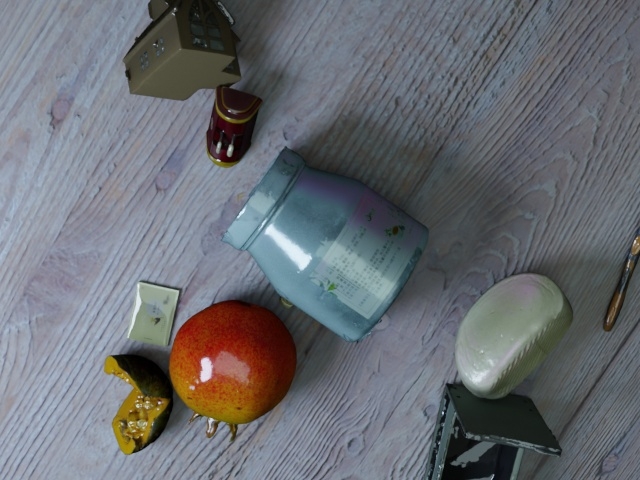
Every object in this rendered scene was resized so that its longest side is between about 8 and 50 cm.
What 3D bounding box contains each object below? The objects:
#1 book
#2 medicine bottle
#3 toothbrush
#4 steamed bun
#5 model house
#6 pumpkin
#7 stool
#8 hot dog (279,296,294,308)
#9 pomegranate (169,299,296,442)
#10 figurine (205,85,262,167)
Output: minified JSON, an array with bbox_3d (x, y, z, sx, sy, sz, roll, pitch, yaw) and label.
[{"bbox_3d":[-0.307,0.135,1.879,0.077,0.014,0.111,13,100,-3],"label":"book"},{"bbox_3d":[0.000,0.000,1.746,0.290,0.245,0.245,33,98,-6],"label":"medicine bottle"},{"bbox_3d":[0.572,0.017,1.863,0.023,0.031,0.321,22,100,24],"label":"toothbrush"},{"bbox_3d":[0.327,0.160,1.825,0.238,0.170,0.152,-45,61,2],"label":"steamed bun"},{"bbox_3d":[-0.229,-0.383,1.739,0.176,0.181,0.248,3,68,-40],"label":"model house"},{"bbox_3d":[-0.322,0.288,1.859,0.107,0.119,0.183,-12,109,-36],"label":"pumpkin"},{"bbox_3d":[0.291,0.417,1.810,0.170,0.270,0.243,11,99,-2],"label":"stool"},{"bbox_3d":[-0.039,0.087,1.866,0.030,0.034,0.090,44,78,2],"label":"hot dog"},{"bbox_3d":[-0.157,0.232,1.806,0.221,0.221,0.257,12,107,-3],"label":"pomegranate"},{"bbox_3d":[-0.157,-0.176,1.767,0.082,0.098,0.154,13,137,-7],"label":"figurine"}]
